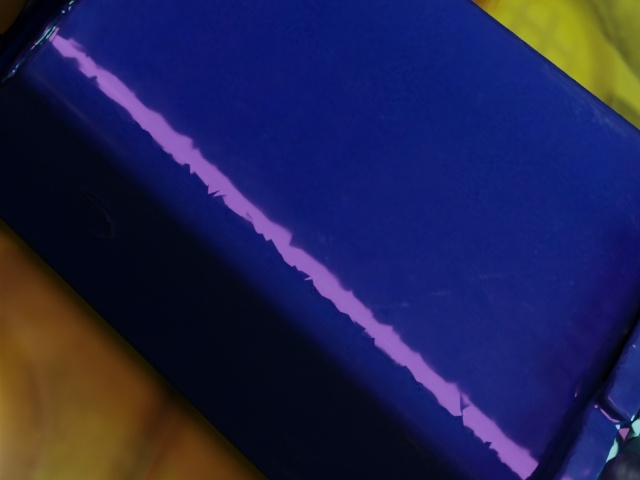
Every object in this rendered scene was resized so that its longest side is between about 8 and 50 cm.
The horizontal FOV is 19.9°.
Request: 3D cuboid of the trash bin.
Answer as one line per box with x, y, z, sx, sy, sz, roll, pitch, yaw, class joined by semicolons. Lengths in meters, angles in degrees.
0.000;0.000;0.582;0.234;0.162;0.184;41;62;-15;trash bin
